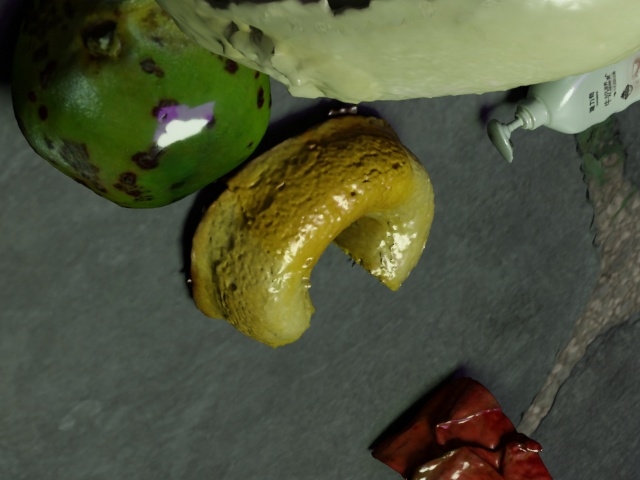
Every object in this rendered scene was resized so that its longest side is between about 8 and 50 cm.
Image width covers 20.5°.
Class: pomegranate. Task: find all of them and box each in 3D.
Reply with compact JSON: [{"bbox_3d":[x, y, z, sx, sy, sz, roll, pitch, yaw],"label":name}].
[{"bbox_3d":[-0.082,-0.082,0.989,0.169,0.122,0.143,42,61,-48],"label":"pomegranate"}]

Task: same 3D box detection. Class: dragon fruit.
[{"bbox_3d":[0.127,0.216,1.378,0.092,0.192,0.122,-26,151,-34],"label":"dragon fruit"}]

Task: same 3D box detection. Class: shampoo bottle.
[{"bbox_3d":[0.181,-0.110,1.262,0.152,0.045,0.077,-29,138,-20],"label":"shampoo bottle"}]

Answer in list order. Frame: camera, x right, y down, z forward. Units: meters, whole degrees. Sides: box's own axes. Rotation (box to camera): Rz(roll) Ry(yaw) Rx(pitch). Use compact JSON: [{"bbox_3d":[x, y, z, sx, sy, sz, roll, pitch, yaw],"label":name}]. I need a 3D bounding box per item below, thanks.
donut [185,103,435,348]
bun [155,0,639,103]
[{"bbox_3d":[0.003,-0.010,1.165,0.181,0.078,0.146,-18,135,-33],"label":"donut"},{"bbox_3d":[0.082,-0.210,0.839,0.364,0.364,0.202,-50,136,3],"label":"bun"}]
